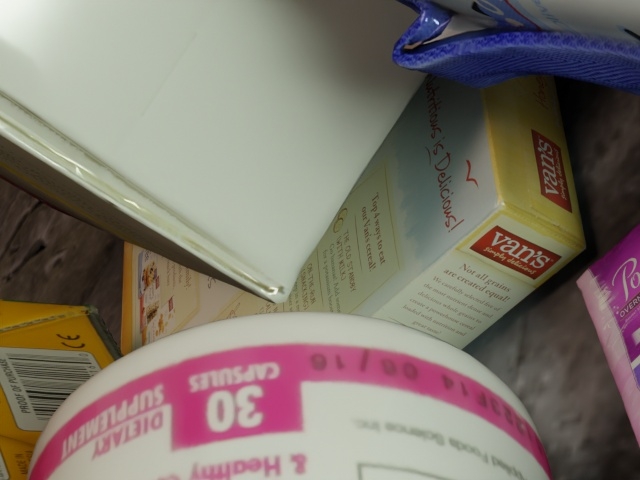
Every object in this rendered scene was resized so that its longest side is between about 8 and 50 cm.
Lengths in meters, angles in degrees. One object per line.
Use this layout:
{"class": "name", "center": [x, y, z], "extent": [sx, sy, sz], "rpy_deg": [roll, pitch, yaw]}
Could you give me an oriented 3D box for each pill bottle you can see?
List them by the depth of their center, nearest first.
{"class": "pill bottle", "center": [-0.002, 0.171, 0.420], "extent": [0.160, 0.160, 0.283], "rpy_deg": [-43, 35, 33]}

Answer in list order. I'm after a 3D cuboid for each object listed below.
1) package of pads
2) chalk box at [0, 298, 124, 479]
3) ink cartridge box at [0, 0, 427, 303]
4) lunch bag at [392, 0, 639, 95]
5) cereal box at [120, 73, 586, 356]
{"class": "package of pads", "center": [0.109, 0.029, 0.487], "extent": [0.050, 0.032, 0.083], "rpy_deg": [-45, 34, 26]}
{"class": "chalk box", "center": [-0.179, 0.181, 0.647], "extent": [0.180, 0.179, 0.289], "rpy_deg": [-134, 55, -60]}
{"class": "ink cartridge box", "center": [-0.062, -0.147, 0.699], "extent": [0.279, 0.160, 0.384], "rpy_deg": [-58, 19, -5]}
{"class": "lunch bag", "center": [0.117, -0.134, 0.381], "extent": [0.303, 0.115, 0.243], "rpy_deg": [24, 91, 60]}
{"class": "cereal box", "center": [0.000, 0.000, 0.674], "extent": [0.240, 0.047, 0.173], "rpy_deg": [-41, 35, 34]}
